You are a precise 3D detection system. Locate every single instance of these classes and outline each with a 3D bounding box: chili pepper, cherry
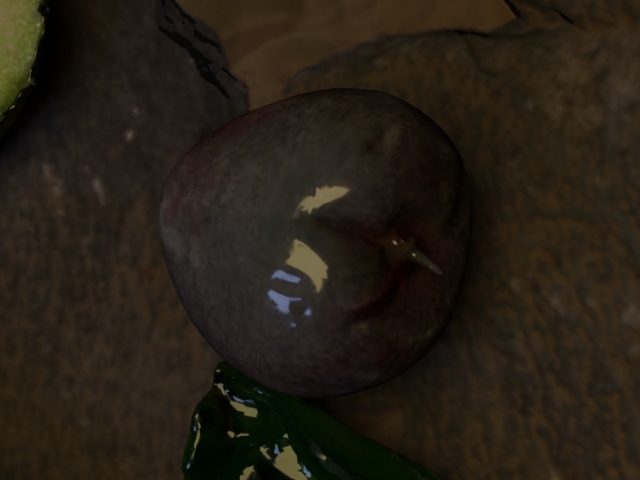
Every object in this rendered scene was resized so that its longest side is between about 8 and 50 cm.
[{"bbox_3d":[0.027,0.163,0.979,0.253,0.083,0.099,40,104,20],"label":"chili pepper"},{"bbox_3d":[-0.002,0.003,0.977,0.176,0.140,0.176,-14,67,35],"label":"cherry"}]

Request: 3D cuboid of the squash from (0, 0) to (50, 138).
[{"bbox_3d":[-0.262,-0.121,1.095,0.220,0.133,0.220,0,75,1],"label":"squash"}]
